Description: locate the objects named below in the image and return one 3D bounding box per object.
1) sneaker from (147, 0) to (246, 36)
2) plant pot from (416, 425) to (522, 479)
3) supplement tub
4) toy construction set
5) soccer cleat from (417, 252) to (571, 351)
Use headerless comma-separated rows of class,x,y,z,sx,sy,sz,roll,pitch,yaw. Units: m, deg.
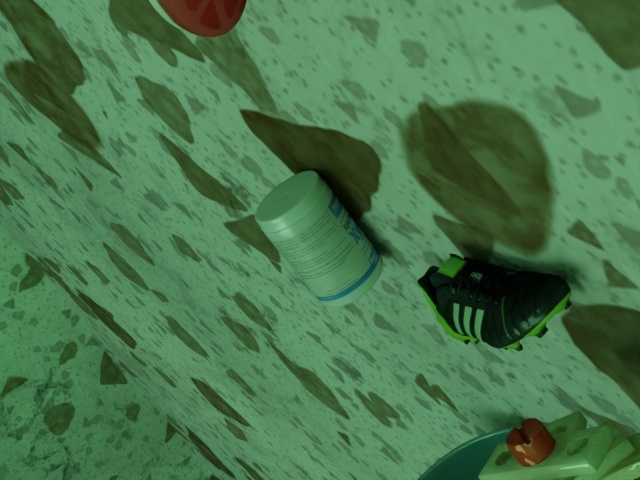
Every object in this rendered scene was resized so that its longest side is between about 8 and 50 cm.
sneaker,-0.047,-0.178,0.639,0.128,0.087,0.221,38,161,20
plant pot,0.202,0.346,0.977,0.195,0.290,0.290,39,164,-26
supplement tub,0.000,0.000,0.936,0.107,0.071,0.071,53,159,-25
toy construction set,0.279,0.209,0.737,0.327,0.151,0.215,37,163,-16
soccer cleat,0.123,0.042,0.803,0.072,0.060,0.179,47,163,-7
